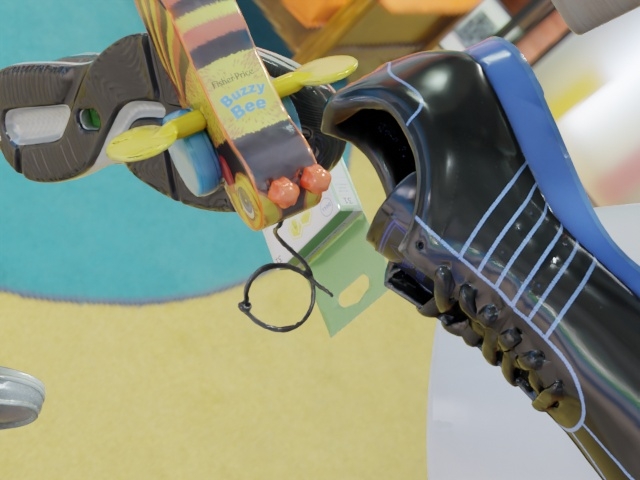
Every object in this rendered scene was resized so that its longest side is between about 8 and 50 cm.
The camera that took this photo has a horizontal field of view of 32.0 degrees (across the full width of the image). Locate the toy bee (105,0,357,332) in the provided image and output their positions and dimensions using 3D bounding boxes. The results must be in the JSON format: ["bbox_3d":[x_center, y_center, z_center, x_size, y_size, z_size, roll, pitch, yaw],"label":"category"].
[{"bbox_3d":[-0.042,-0.079,0.849,0.298,0.195,0.162,48,-14,-15],"label":"toy bee"}]

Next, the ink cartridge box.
[{"bbox_3d":[0.000,0.000,1.598,0.056,0.171,0.235,0,59,-39],"label":"ink cartridge box"}]

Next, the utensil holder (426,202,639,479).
[{"bbox_3d":[0.300,0.124,0.725,0.327,0.385,0.327,6,83,-64],"label":"utensil holder"}]

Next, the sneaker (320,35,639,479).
[{"bbox_3d":[0.078,0.020,0.466,0.090,0.081,0.232,-18,64,-16],"label":"sneaker"}]

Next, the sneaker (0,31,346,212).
[{"bbox_3d":[-0.111,-0.154,1.144,0.257,0.447,0.169,-30,119,-46],"label":"sneaker"}]

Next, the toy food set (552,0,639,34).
[{"bbox_3d":[0.131,-0.232,0.386,0.306,0.220,0.092,47,30,-38],"label":"toy food set"}]

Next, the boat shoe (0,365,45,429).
[{"bbox_3d":[-0.482,0.213,1.310,0.320,0.118,0.103,2,56,-30],"label":"boat shoe"}]
